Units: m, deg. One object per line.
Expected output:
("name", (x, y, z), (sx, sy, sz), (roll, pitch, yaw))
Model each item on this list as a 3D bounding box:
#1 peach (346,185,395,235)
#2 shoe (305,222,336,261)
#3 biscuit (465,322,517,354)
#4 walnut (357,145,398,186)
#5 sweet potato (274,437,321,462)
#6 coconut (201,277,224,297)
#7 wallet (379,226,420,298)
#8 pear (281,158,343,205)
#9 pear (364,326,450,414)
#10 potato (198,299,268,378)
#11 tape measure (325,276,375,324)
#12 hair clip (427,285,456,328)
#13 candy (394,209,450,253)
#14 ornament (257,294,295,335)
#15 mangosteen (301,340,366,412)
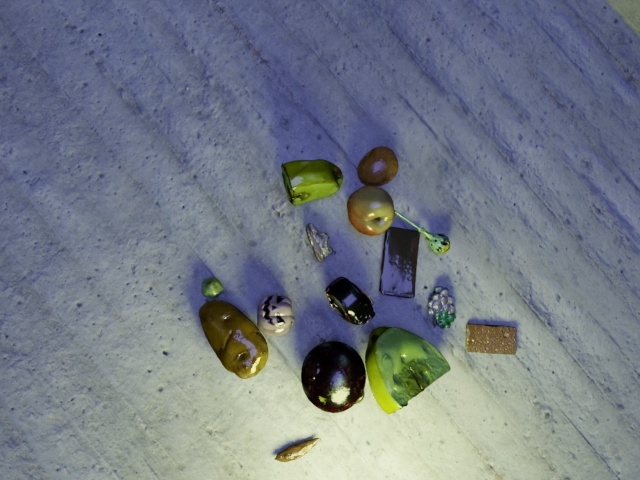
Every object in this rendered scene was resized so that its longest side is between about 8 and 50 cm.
("peach", (0.213, -0.140, 1.815), (0.233, 0.232, 0.232), (1, 82, -4))
("shoe", (0.000, 0.000, 1.832), (0.093, 0.089, 0.179), (-22, 87, -6))
("biscuit", (0.757, 0.438, 1.861), (0.231, 0.025, 0.130), (6, 83, -4))
("walnut", (0.269, -0.338, 1.898), (0.211, 0.087, 0.167), (-44, 92, -8))
("sweet potato", (-0.091, 0.866, 1.724), (0.206, 0.068, 0.059), (-24, 109, -12))
("coconut", (-0.457, 0.201, 1.774), (0.096, 0.088, 0.087), (-2, 83, 3))
("wallet", (0.354, 0.097, 1.868), (0.166, 0.042, 0.308), (8, 82, -4))
("pear", (-0.030, -0.272, 1.790), (0.256, 0.238, 0.163), (-14, 78, -4))
("pear", (0.302, 0.504, 1.711), (0.343, 0.238, 0.317), (-18, 66, -36))
("potato", (-0.361, 0.395, 1.725), (0.369, 0.195, 0.177), (49, 46, 12))
("tape measure", (0.118, 0.258, 1.751), (0.135, 0.202, 0.223), (-43, 92, -11))
("hair clip", (0.534, 0.299, 1.860), (0.124, 0.052, 0.195), (-13, 92, 4))
("candy", (0.445, -0.042, 1.852), (0.306, 0.083, 0.091), (32, 53, -11))
("ornament", (-0.181, 0.308, 1.736), (0.178, 0.177, 0.177), (1, 82, -4))
("mangosteen", (0.062, 0.548, 1.684), (0.289, 0.288, 0.287), (1, 82, -4))
